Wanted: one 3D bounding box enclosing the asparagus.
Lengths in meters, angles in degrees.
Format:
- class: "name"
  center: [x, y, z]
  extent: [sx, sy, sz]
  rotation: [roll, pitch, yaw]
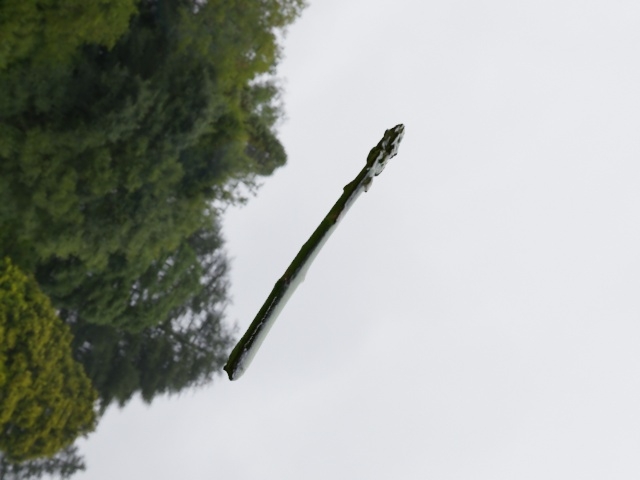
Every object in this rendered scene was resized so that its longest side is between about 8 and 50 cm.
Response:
- class: "asparagus"
  center: [0.000, 0.000, 0.378]
  extent: [0.013, 0.016, 0.166]
  rotation: [16, -117, 39]
